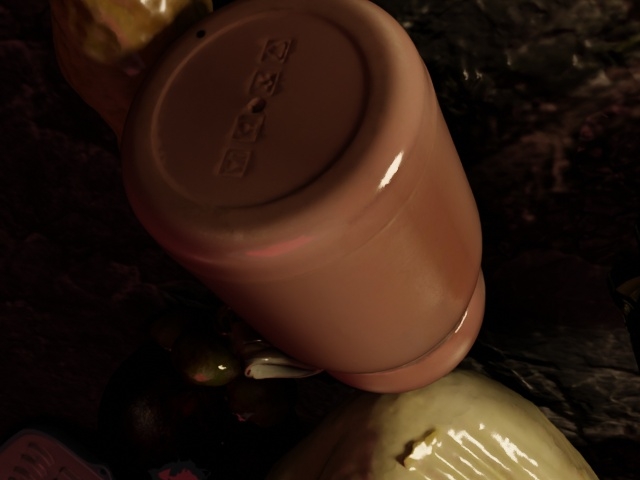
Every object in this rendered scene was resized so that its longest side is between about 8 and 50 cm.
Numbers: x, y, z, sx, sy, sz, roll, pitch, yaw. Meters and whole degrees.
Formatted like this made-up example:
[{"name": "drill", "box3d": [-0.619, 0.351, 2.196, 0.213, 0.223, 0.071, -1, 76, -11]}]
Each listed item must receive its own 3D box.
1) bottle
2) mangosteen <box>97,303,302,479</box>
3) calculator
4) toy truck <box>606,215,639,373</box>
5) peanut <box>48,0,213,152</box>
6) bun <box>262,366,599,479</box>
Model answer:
[{"name": "bottle", "box3d": [0.000, 0.000, 0.599, 0.206, 0.173, 0.297, -24, 149, 8]}, {"name": "mangosteen", "box3d": [-0.102, 0.147, 0.845, 0.194, 0.194, 0.230, 19, 105, -3]}, {"name": "calculator", "box3d": [-0.332, 0.371, 1.208, 0.256, 0.054, 0.386, 39, 134, 1]}, {"name": "toy truck", "box3d": [0.286, 0.011, 0.591, 0.127, 0.127, 0.257, 0, 139, -4]}, {"name": "peanut", "box3d": [-0.108, -0.104, 0.606, 0.108, 0.095, 0.226, 16, 147, 25]}, {"name": "bun", "box3d": [0.082, 0.274, 0.752, 0.361, 0.361, 0.213, 36, 164, -22]}]
